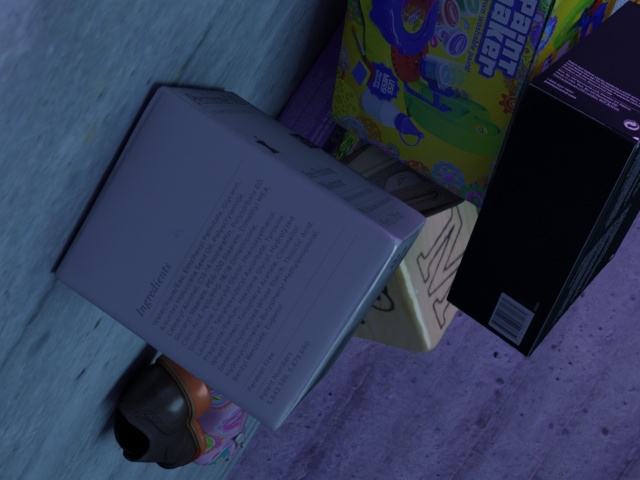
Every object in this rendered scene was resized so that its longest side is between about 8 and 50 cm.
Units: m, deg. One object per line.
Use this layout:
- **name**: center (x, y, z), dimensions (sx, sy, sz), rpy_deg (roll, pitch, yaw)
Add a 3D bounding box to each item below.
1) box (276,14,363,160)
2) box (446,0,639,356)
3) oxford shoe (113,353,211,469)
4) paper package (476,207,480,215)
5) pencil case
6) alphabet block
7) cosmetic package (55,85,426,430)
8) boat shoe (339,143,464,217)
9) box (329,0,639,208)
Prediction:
- **box**: center (0.044, -0.177, 1.040), dimensions (0.293, 0.057, 0.201), rpy_deg (-57, 172, -1)
- **box**: center (0.227, -0.051, 0.859), dimensions (0.184, 0.103, 0.261), rpy_deg (-36, 153, -37)
- **oxford shoe**: center (-0.190, 0.207, 1.098), dimensions (0.098, 0.097, 0.271), rpy_deg (-32, 158, -24)
- **paper package**: center (0.253, -0.112, 1.498), dimensions (0.168, 0.310, 0.324), rpy_deg (116, -10, -54)
- **pencil case**: center (-0.127, 0.186, 1.239), dimensions (0.124, 0.124, 0.284), rpy_deg (-52, 170, -38)
- **alphabet block**: center (0.081, -0.003, 1.249), dimensions (0.193, 0.192, 0.197), rpy_deg (-51, 136, -32)
- **cosmetic package**: center (-0.048, 0.004, 0.679), dimensions (0.151, 0.184, 0.151), rpy_deg (-57, 174, 12)
- **boat shoe**: center (-0.003, -0.004, 0.942), dimensions (0.302, 0.098, 0.109), rpy_deg (-29, 172, -5)
- **box**: center (0.173, -0.238, 0.852), dimensions (0.279, 0.177, 0.290), rpy_deg (-43, 156, -35)
